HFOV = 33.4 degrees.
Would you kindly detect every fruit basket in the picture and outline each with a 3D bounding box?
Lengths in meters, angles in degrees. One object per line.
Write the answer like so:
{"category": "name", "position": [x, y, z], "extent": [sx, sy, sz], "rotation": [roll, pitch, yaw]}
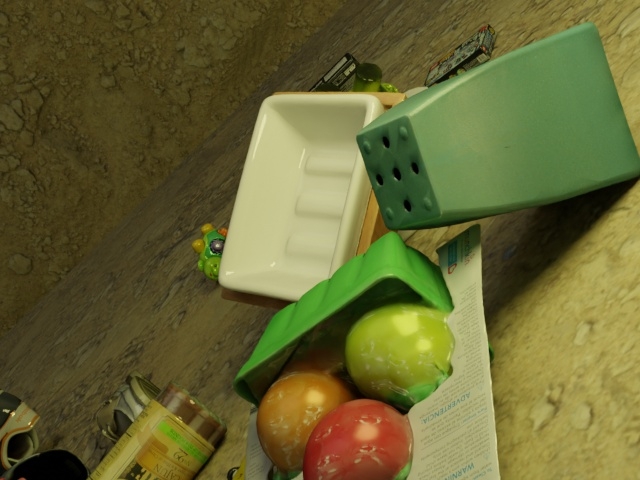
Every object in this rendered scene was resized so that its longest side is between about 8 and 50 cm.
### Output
{"category": "fruit basket", "position": [0.043, 0.180, 1.011], "extent": [0.327, 0.165, 0.353], "rotation": [-38, 34, 29]}

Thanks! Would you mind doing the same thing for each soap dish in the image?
{"category": "soap dish", "position": [0.002, -0.045, 1.374], "extent": [0.229, 0.118, 0.291], "rotation": [7, 79, 42]}

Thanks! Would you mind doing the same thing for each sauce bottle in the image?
{"category": "sauce bottle", "position": [-0.262, 0.347, 1.378], "extent": [0.344, 0.111, 0.111], "rotation": [-53, 17, -13]}

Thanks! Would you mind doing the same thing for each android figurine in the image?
{"category": "android figurine", "position": [0.026, -0.162, 1.724], "extent": [0.248, 0.056, 0.273], "rotation": [-32, -26, -26]}

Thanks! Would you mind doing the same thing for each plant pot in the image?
{"category": "plant pot", "position": [0.168, -0.100, 1.092], "extent": [0.234, 0.166, 0.165], "rotation": [-20, 3, -28]}

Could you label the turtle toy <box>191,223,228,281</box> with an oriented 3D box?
{"category": "turtle toy", "position": [-0.194, 0.028, 2.012], "extent": [0.066, 0.095, 0.130], "rotation": [-12, 33, 26]}

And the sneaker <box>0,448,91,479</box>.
{"category": "sneaker", "position": [-0.371, 0.349, 1.502], "extent": [0.148, 0.131, 0.350], "rotation": [-52, 1, 7]}

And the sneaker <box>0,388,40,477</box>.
{"category": "sneaker", "position": [-0.644, 0.440, 2.104], "extent": [0.126, 0.127, 0.321], "rotation": [-62, -3, -58]}

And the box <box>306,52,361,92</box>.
{"category": "box", "position": [0.039, -0.216, 1.891], "extent": [0.180, 0.147, 0.077], "rotation": [-44, 16, 10]}

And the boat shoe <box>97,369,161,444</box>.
{"category": "boat shoe", "position": [-0.270, 0.269, 1.594], "extent": [0.103, 0.113, 0.302], "rotation": [-51, 6, -10]}

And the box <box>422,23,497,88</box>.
{"category": "box", "position": [0.237, -0.304, 1.819], "extent": [0.137, 0.027, 0.094], "rotation": [-35, 19, 35]}

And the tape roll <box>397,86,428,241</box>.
{"category": "tape roll", "position": [0.089, -0.092, 1.558], "extent": [0.286, 0.100, 0.286], "rotation": [-42, 16, 15]}

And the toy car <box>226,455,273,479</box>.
{"category": "toy car", "position": [-0.116, 0.349, 1.105], "extent": [0.239, 0.053, 0.225], "rotation": [-46, 17, 3]}
